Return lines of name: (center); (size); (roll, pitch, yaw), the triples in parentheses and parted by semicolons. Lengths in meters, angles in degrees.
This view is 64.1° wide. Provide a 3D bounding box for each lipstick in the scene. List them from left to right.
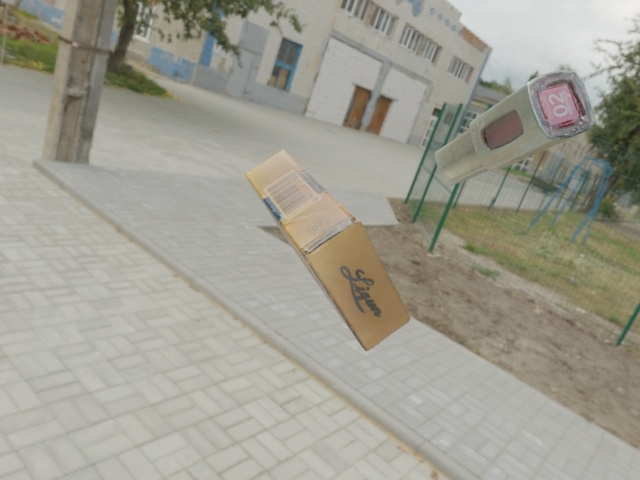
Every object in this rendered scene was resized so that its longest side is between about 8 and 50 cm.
lipstick: (0.241, -0.138, 0.688); (0.077, 0.079, 0.253); (-19, -2, -14)

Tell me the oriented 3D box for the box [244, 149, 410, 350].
box: (0.000, 0.000, 0.604); (0.152, 0.070, 0.237); (59, -3, -34)
